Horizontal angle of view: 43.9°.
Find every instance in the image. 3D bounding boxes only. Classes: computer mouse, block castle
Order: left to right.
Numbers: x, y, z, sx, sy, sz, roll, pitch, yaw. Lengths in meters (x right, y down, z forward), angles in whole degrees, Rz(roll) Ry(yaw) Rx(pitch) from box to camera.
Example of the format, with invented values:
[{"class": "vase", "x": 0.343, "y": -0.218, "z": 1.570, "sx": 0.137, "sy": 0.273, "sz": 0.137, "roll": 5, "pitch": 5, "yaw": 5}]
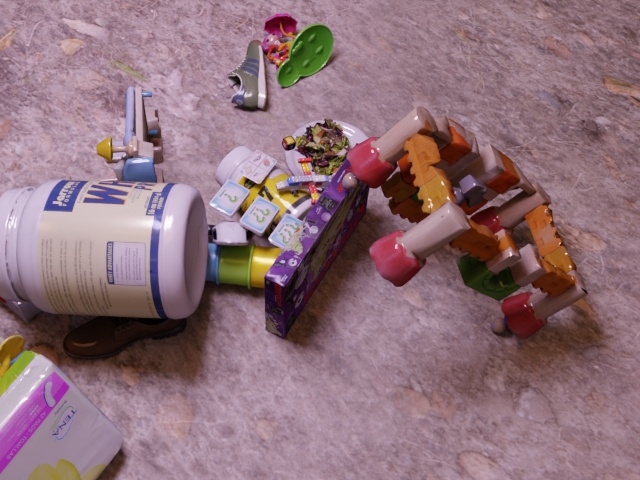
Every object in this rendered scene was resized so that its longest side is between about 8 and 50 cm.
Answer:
[{"class": "computer mouse", "x": -0.173, "y": -0.019, "z": 1.532, "sx": 0.105, "sy": 0.193, "sz": 0.042, "roll": 3, "pitch": 95, "yaw": -11}, {"class": "block castle", "x": 0.254, "y": -0.017, "z": 1.447, "sx": 0.453, "sy": 0.212, "sz": 0.303, "roll": 23, "pitch": 42, "yaw": -39}]

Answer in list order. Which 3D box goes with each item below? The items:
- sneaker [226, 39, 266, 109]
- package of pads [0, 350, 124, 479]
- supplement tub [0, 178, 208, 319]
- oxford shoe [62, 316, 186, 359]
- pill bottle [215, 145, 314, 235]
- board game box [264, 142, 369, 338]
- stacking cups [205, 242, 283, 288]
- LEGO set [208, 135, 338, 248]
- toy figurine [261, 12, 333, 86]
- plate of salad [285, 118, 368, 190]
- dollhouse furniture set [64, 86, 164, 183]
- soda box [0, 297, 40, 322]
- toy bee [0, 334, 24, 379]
[{"class": "sneaker", "x": -0.173, "y": -0.385, "z": 1.825, "sx": 0.086, "sy": 0.064, "sz": 0.192, "roll": -1, "pitch": 61, "yaw": -11}, {"class": "package of pads", "x": -0.469, "y": 0.359, "z": 1.242, "sx": 0.101, "sy": 0.229, "sz": 0.297, "roll": 10, "pitch": 52, "yaw": 39}, {"class": "supplement tub", "x": -0.373, "y": 0.013, "z": 1.373, "sx": 0.324, "sy": 0.235, "sz": 0.236, "roll": 2, "pitch": 58, "yaw": 3}, {"class": "oxford shoe", "x": -0.363, "y": 0.150, "z": 1.458, "sx": 0.227, "sy": 0.096, "sz": 0.083, "roll": -19, "pitch": 63, "yaw": -14}, {"class": "pill bottle", "x": -0.108, "y": -0.093, "z": 1.617, "sx": 0.208, "sy": 0.119, "sz": 0.119, "roll": 40, "pitch": 63, "yaw": 19}, {"class": "board game box", "x": 0.000, "y": 0.000, "z": 1.516, "sx": 0.056, "sy": 0.208, "sz": 0.347, "roll": 28, "pitch": 61, "yaw": 10}, {"class": "stacking cups", "x": -0.224, "y": 0.042, "z": 1.551, "sx": 0.316, "sy": 0.096, "sz": 0.096, "roll": 5, "pitch": 58, "yaw": 4}, {"class": "LEGO set", "x": -0.073, "y": -0.110, "z": 1.526, "sx": 0.182, "sy": 0.060, "sz": 0.244, "roll": 29, "pitch": 52, "yaw": 6}, {"class": "toy figurine", "x": -0.082, "y": -0.465, "z": 1.877, "sx": 0.173, "sy": 0.130, "sz": 0.159, "roll": -47, "pitch": 56, "yaw": -2}, {"class": "plate of salad", "x": 0.023, "y": -0.193, "z": 1.733, "sx": 0.199, "sy": 0.048, "sz": 0.200, "roll": 2, "pitch": 58, "yaw": -3}, {"class": "dollhouse furniture set", "x": -0.413, "y": -0.180, "z": 1.537, "sx": 0.198, "sy": 0.303, "sz": 0.287, "roll": -4, "pitch": 58, "yaw": -8}, {"class": "soda box", "x": -0.611, "y": 0.058, "z": 1.506, "sx": 0.216, "sy": 0.074, "sz": 0.069, "roll": 35, "pitch": 61, "yaw": 17}, {"class": "toy bee", "x": -0.578, "y": 0.251, "z": 1.337, "sx": 0.298, "sy": 0.162, "sz": 0.195, "roll": 2, "pitch": 102, "yaw": 6}]
